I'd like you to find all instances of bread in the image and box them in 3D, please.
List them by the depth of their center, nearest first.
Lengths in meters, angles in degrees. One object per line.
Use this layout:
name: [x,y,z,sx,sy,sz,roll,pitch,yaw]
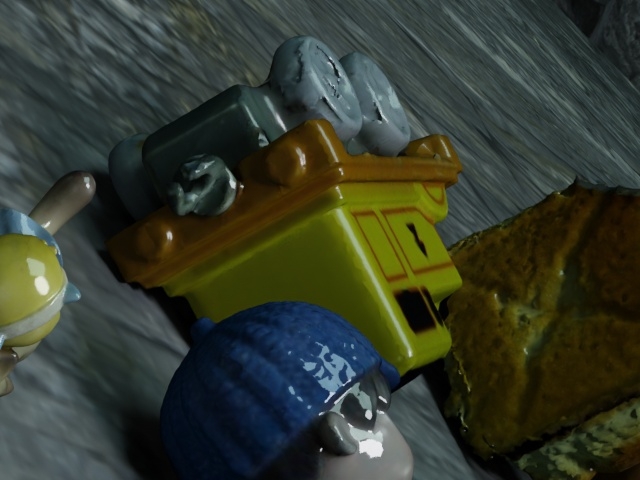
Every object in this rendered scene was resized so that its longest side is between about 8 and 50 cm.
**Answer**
bread: [0.119,0.038,0.767,0.069,0.140,0.128,44,20,-54]

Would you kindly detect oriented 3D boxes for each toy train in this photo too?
toy train: [0.000,0.000,0.622,0.127,0.089,0.219,63,16,6]

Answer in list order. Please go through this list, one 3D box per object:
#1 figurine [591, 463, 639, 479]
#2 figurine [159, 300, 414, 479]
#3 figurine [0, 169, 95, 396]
figurine: [0.211,0.114,0.862,0.263,0.142,0.189,45,-16,-14]
figurine: [-0.001,0.084,0.475,0.079,0.077,0.136,1,59,-25]
figurine: [-0.082,0.011,0.422,0.047,0.050,0.083,40,17,-17]
